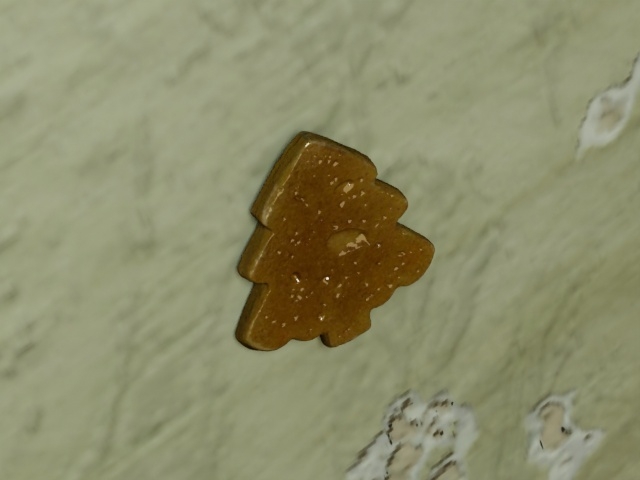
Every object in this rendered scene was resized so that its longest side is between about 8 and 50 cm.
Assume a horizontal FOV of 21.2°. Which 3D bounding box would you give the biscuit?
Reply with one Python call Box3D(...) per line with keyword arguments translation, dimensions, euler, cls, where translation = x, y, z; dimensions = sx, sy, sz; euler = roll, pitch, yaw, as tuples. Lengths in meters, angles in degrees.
Box3D(translation=(0.000, 0.000, 0.612), dimensions=(0.082, 0.016, 0.092), euler=(-28, 127, -15), cls="biscuit")
